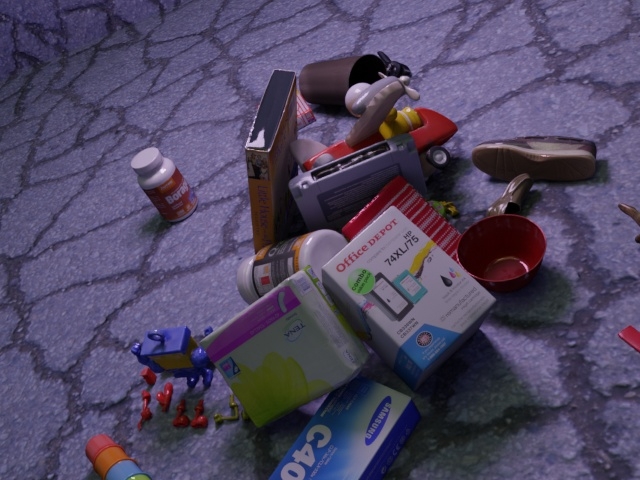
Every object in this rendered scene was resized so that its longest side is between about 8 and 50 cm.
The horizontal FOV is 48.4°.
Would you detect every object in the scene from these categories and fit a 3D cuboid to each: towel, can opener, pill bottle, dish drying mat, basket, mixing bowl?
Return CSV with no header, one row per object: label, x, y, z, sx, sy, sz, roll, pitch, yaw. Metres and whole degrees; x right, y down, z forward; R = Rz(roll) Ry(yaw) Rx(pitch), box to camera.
towel,0.204,0.008,1.563,0.199,0.031,0.275,-42,82,-14
can opener,0.215,-0.553,2.261,0.059,0.073,0.186,-64,33,19
pill bottle,-0.466,-0.167,2.116,0.121,0.216,0.121,-16,42,15
pill bottle,-0.061,0.076,1.626,0.279,0.162,0.162,-15,38,47
dish drying mat,0.584,0.187,1.298,0.032,0.008,0.083,-35,40,-6
basket,0.057,-0.488,2.196,0.227,0.154,0.204,7,28,39
mixing bowl,0.383,0.043,1.491,0.182,0.098,0.181,-13,44,13

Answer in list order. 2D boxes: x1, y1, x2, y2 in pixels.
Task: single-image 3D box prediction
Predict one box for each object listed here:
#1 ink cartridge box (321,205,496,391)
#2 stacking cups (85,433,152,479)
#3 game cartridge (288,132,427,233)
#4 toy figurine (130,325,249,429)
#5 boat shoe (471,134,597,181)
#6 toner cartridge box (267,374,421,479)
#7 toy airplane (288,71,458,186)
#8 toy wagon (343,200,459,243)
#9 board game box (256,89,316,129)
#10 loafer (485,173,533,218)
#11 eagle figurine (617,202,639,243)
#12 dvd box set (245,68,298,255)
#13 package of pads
ink cartridge box,0.162,0.115,1.392,0.198,0.197,0.270,-41,72,-14
stacking cups,-0.401,0.498,1.479,0.096,0.096,0.316,-44,42,-17
game cartridge,0.092,-0.116,1.645,0.298,0.198,0.062,-22,51,1
toy figurine,-0.296,0.273,1.558,0.363,0.217,0.191,-9,44,23
boat shoe,0.506,-0.202,1.685,0.286,0.102,0.092,6,46,29
toner cartridge box,0.025,0.420,1.328,0.165,0.075,0.347,16,57,39
toy airplane,0.102,-0.256,1.750,0.386,0.384,0.272,-22,74,28
toy wagon,0.177,0.001,1.683,0.344,0.068,0.267,-39,41,-11
board game box,-0.112,-0.412,2.300,0.147,0.045,0.193,-29,40,0
loafer,0.444,-0.091,1.637,0.148,0.056,0.050,-48,43,-7
eagle figurine,0.745,-0.012,1.312,0.299,0.225,0.226,-11,79,-24
dvd box set,-0.111,-0.160,1.756,0.062,0.420,0.307,7,49,6
package of pads,-0.072,0.221,1.413,0.297,0.229,0.101,-37,-4,32
